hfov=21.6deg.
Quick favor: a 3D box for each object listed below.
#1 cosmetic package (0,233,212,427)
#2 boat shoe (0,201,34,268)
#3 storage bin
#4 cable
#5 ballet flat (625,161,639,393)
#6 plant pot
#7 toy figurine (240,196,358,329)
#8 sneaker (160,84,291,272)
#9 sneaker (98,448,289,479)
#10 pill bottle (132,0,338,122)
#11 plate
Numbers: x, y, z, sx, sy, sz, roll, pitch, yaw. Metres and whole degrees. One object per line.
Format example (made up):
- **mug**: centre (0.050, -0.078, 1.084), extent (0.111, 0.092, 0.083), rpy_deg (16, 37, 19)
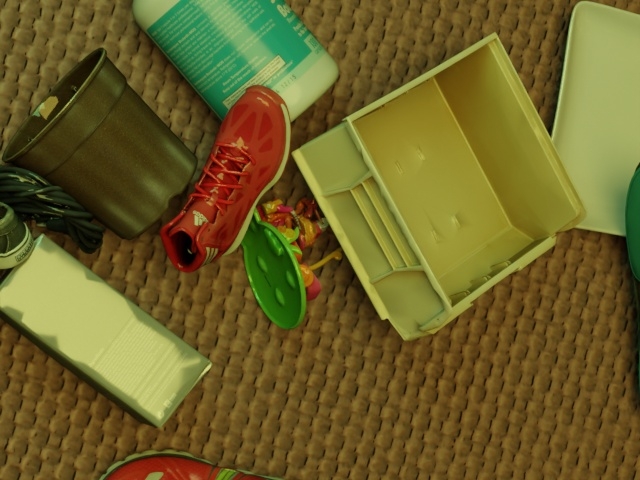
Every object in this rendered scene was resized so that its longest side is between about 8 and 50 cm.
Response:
- **cosmetic package**: centre (-0.252, 0.101, 1.861), extent (0.238, 0.127, 0.107), rpy_deg (42, 78, -12)
- **boat shoe**: centre (-0.413, -0.021, 1.799), extent (0.219, 0.070, 0.078), rpy_deg (3, 51, 22)
- **storage bin**: centre (0.143, -0.059, 1.921), extent (0.262, 0.123, 0.260), rpy_deg (-33, 96, -38)
- **cable**: centre (-0.303, -0.032, 1.820), extent (0.150, 0.184, 0.047), rpy_deg (33, 78, -7)
- **ballet flat**: centre (0.439, 0.055, 2.027), extent (0.123, 0.123, 0.348), rpy_deg (-10, 106, -15)
- **plant pot**: centre (-0.237, -0.097, 1.860), extent (0.165, 0.167, 0.167), rpy_deg (43, 79, -18)
- **toy figurine**: centre (0.000, 0.000, 1.955), extent (0.159, 0.130, 0.173), rpy_deg (-20, 69, -28)
- **sneaker**: centre (-0.103, -0.055, 1.823), extent (0.087, 0.128, 0.221), rpy_deg (23, 117, 9)
- **sneaker**: centre (-0.117, 0.297, 1.893), extent (0.279, 0.118, 0.107), rpy_deg (6, 86, -14)
- **pill bottle**: centre (-0.112, -0.244, 1.896), extent (0.146, 0.146, 0.264), rpy_deg (-42, 99, -12)
- **plate**: centre (0.411, -0.134, 2.082), extent (0.278, 0.045, 0.277), rpy_deg (12, 87, -14)
